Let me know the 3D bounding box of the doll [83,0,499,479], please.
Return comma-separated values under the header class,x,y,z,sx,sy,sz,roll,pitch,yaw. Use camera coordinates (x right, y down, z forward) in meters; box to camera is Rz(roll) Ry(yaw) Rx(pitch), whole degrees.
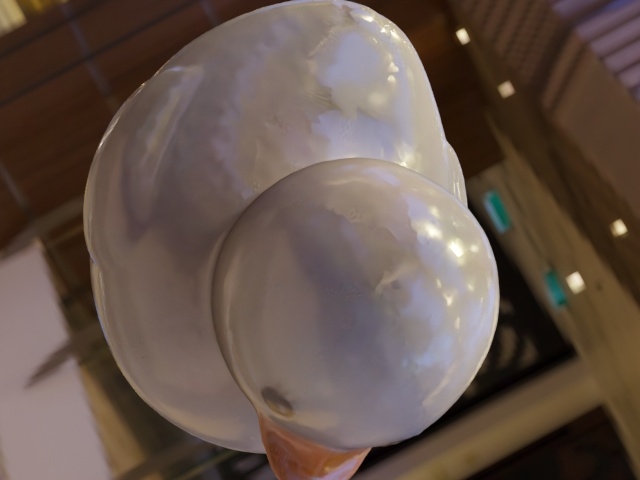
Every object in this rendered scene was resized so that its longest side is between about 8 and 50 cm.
class,x,y,z,sx,sy,sz,roll,pitch,yaw
doll,0.000,0.000,0.812,0.221,0.221,0.251,64,34,-71
